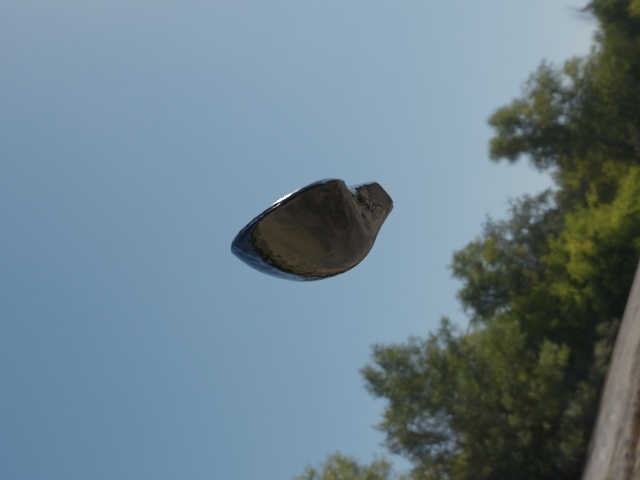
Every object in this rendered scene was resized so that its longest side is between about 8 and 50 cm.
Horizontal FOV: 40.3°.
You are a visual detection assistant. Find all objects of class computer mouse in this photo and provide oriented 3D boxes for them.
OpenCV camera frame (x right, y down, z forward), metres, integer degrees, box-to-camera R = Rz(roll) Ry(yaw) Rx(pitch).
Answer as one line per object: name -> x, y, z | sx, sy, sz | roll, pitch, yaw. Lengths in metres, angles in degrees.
computer mouse -> 0.000, 0.000, 0.943 | 0.147, 0.088, 0.264 | -33, -5, 19
